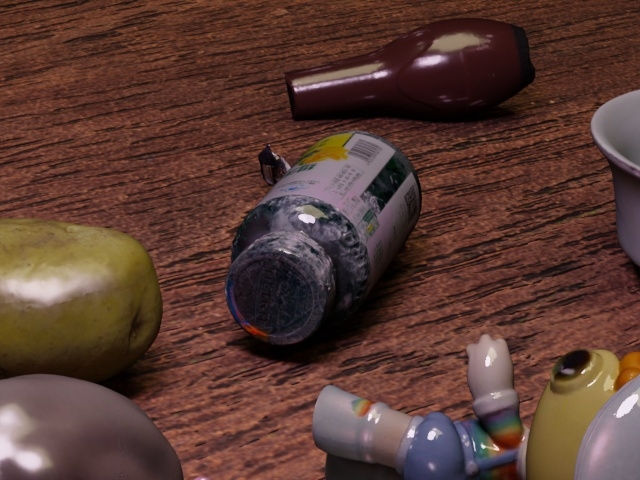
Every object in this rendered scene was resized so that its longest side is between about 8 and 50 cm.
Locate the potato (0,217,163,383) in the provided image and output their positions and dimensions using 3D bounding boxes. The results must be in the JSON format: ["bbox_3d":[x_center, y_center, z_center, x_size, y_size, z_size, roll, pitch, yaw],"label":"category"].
[{"bbox_3d":[-0.264,0.056,1.757,0.228,0.149,0.197,-6,38,-18],"label":"potato"}]

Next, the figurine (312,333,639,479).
[{"bbox_3d":[0.179,0.196,1.529,0.381,0.225,0.205,-9,36,32],"label":"figurine"}]

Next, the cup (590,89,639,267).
[{"bbox_3d":[0.445,-0.033,2.037,0.347,0.163,0.347,3,24,-1],"label":"cup"}]

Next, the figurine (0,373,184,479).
[{"bbox_3d":[-0.177,0.221,1.326,0.248,0.203,0.380,-5,26,-28],"label":"figurine"}]

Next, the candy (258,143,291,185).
[{"bbox_3d":[0.020,-0.055,2.136,0.226,0.094,0.051,16,43,40],"label":"candy"}]

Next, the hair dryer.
[{"bbox_3d":[0.105,-0.232,2.566,0.312,0.123,0.340,-9,14,-2],"label":"hair dryer"}]

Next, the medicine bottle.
[{"bbox_3d":[0.000,0.000,1.929,0.141,0.141,0.293,10,25,14],"label":"medicine bottle"}]

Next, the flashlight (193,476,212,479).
[{"bbox_3d":[-0.034,0.221,1.536,0.200,0.048,0.093,3,22,2],"label":"flashlight"}]
